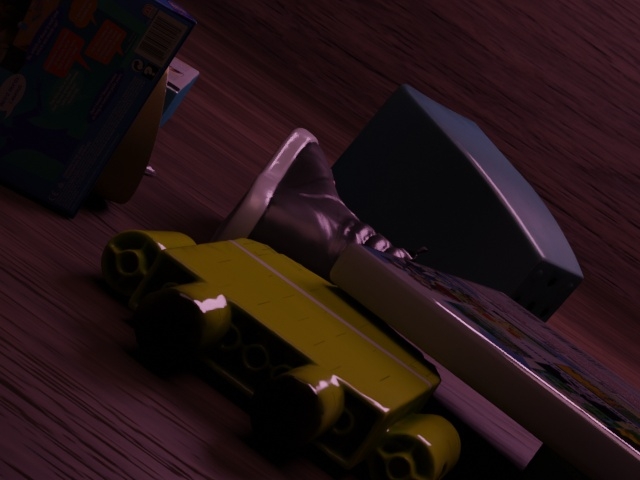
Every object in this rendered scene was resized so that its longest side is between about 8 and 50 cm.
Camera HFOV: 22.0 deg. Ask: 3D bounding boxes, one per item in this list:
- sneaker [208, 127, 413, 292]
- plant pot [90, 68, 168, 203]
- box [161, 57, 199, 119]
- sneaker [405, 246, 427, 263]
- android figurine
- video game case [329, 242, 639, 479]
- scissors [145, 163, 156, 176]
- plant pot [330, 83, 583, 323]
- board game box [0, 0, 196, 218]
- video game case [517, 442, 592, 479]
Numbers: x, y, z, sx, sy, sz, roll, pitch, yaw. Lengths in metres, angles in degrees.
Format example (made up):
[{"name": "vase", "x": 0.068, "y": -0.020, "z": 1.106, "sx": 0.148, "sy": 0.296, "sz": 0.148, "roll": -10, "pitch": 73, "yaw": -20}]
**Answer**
[{"name": "sneaker", "x": 0.000, "y": 0.000, "z": 1.321, "sx": 0.147, "sy": 0.104, "sz": 0.296, "roll": 35, "pitch": 15, "yaw": -4}, {"name": "plant pot", "x": -0.175, "y": -0.101, "z": 1.186, "sx": 0.095, "sy": 0.134, "sz": 0.134, "roll": 12, "pitch": 16, "yaw": -20}, {"name": "box", "x": -0.184, "y": -0.158, "z": 1.608, "sx": 0.100, "sy": 0.060, "sz": 0.244, "roll": 33, "pitch": 9, "yaw": -4}, {"name": "sneaker", "x": 0.080, "y": 0.036, "z": 1.486, "sx": 0.098, "sy": 0.069, "sz": 0.038, "roll": 27, "pitch": 12, "yaw": -37}, {"name": "android figurine", "x": -0.018, "y": 0.067, "z": 1.028, "sx": 0.248, "sy": 0.056, "sz": 0.273, "roll": 35, "pitch": 10, "yaw": 10}, {"name": "video game case", "x": 0.192, "y": 0.121, "z": 1.173, "sx": 0.329, "sy": 0.036, "sz": 0.300, "roll": 37, "pitch": 9, "yaw": 26}, {"name": "scissors", "x": -0.216, "y": -0.089, "z": 1.274, "sx": 0.297, "sy": 0.021, "sz": 0.109, "roll": 39, "pitch": 19, "yaw": -43}, {"name": "plant pot", "x": 0.139, "y": -0.006, "z": 1.667, "sx": 0.234, "sy": 0.166, "sz": 0.165, "roll": 49, "pitch": 16, "yaw": 32}, {"name": "board game box", "x": -0.211, "y": -0.131, "z": 1.064, "sx": 0.210, "sy": 0.160, "sz": 0.047, "roll": 29, "pitch": 9, "yaw": -29}, {"name": "video game case", "x": 0.280, "y": 0.255, "z": 1.069, "sx": 0.244, "sy": 0.061, "sz": 0.269, "roll": 29, "pitch": 10, "yaw": -33}]
